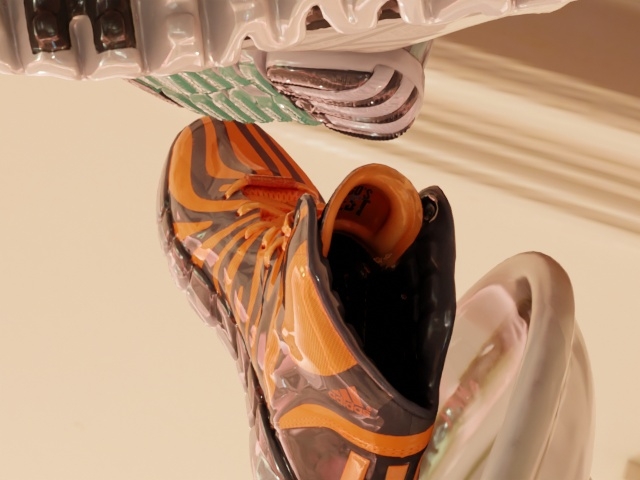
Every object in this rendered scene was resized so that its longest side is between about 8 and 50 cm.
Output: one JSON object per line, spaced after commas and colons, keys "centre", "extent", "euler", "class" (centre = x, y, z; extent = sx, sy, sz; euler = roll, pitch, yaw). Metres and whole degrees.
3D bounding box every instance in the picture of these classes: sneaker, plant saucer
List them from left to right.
{"centre": [-0.025, -0.107, 0.510], "extent": [0.292, 0.118, 0.110], "euler": [-2, -94, 1], "class": "sneaker"}
{"centre": [-0.028, -0.112, 0.664], "extent": [0.224, 0.083, 0.098], "euler": [16, -105, 38], "class": "sneaker"}
{"centre": [0.000, 0.000, 0.794], "extent": [0.125, 0.180, 0.321], "euler": [-6, -132, -26], "class": "sneaker"}
{"centre": [0.059, 0.200, 0.773], "extent": [0.100, 0.400, 0.400], "euler": [30, -137, -3], "class": "plant saucer"}
